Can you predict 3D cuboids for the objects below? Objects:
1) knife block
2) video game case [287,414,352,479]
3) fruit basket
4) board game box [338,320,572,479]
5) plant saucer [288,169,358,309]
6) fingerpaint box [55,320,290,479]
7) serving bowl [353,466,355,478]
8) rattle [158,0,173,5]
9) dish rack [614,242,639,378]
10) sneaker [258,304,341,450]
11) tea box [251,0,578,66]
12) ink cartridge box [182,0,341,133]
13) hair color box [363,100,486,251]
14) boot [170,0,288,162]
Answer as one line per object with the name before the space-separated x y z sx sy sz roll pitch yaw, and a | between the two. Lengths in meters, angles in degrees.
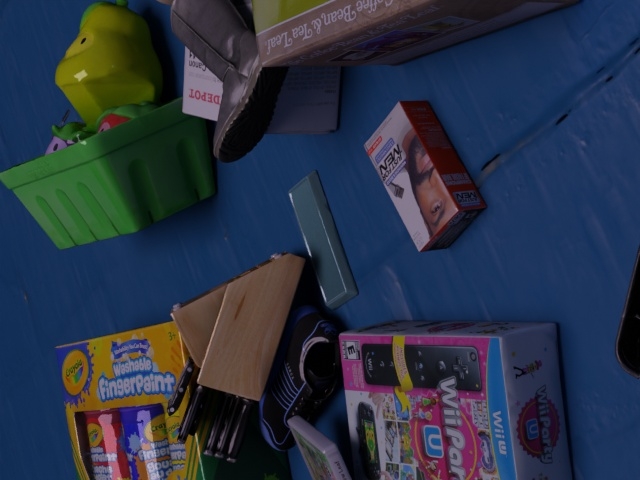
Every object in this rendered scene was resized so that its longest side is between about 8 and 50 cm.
knife block | -0.102 0.175 1.719 0.242 0.275 0.088 63 175 -5
video game case | 0.023 0.341 1.616 0.193 0.023 0.212 67 168 -8
fruit basket | -0.358 -0.199 1.976 0.392 0.283 0.392 30 134 36
board game box | 0.158 0.214 1.469 0.303 0.097 0.224 -6 92 53
plant saucer | 0.000 0.000 1.709 0.067 0.018 0.192 -37 67 49
fingerpaint box | -0.250 0.322 1.968 0.445 0.163 0.371 -14 84 53
serving bowl | 0.078 0.322 1.643 0.083 0.027 0.083 24 118 58
rattle | -0.230 -0.353 1.804 0.143 0.199 0.130 -40 64 48
dish rack | 0.417 0.072 1.122 0.271 0.074 0.208 31 120 46
sneaker | -0.026 0.212 1.723 0.090 0.081 0.232 41 126 51
tea box | 0.082 -0.384 1.371 0.329 0.220 0.324 -8 88 54
ink cartridge box | -0.079 -0.313 1.671 0.226 0.131 0.306 20 109 49
hair color box | 0.127 -0.081 1.498 0.093 0.053 0.167 -51 57 43
boot | -0.139 -0.231 1.595 0.208 0.076 0.190 40 111 31
